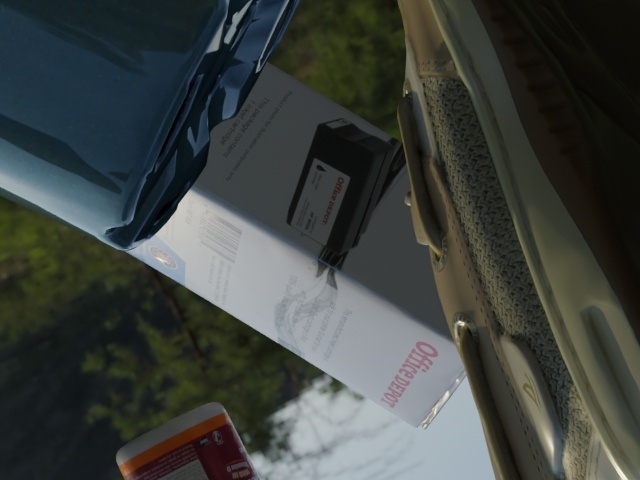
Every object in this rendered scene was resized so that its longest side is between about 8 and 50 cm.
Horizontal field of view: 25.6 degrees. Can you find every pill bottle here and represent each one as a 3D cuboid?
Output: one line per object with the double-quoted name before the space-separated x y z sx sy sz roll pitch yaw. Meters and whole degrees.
"pill bottle" -0.104 0.282 1.396 0.121 0.221 0.121 -27 173 -4

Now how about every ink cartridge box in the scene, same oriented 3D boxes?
"ink cartridge box" 0.000 0.000 1.459 0.166 0.395 0.285 -57 175 -22

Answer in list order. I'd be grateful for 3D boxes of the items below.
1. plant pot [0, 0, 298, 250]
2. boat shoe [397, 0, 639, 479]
"plant pot" -0.195 -0.180 0.838 0.341 0.334 0.341 -60 178 -4
"boat shoe" 0.067 -0.023 0.447 0.109 0.302 0.098 11 136 -31
